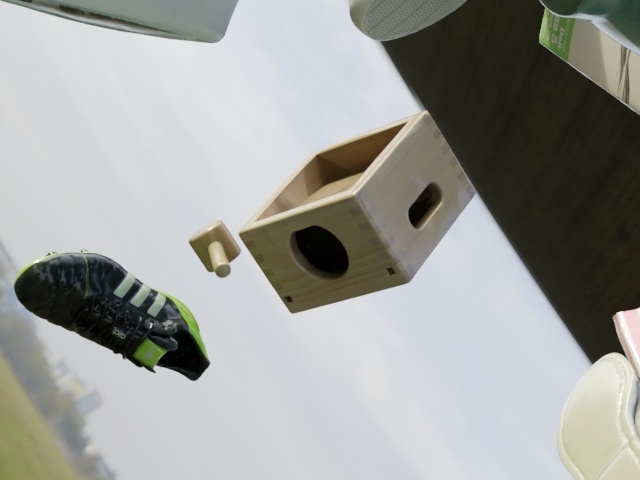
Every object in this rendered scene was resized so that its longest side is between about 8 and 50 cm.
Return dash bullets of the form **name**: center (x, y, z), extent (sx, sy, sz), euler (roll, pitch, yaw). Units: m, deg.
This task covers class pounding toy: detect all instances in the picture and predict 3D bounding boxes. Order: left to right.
- **pounding toy**: center (-0.009, 0.006, 1.139), extent (0.206, 0.181, 0.094), euler (-17, -67, 42)

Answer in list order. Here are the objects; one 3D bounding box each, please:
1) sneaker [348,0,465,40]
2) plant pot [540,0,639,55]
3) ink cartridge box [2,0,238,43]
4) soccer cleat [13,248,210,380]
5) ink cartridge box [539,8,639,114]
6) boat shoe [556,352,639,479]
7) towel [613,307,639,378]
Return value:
- **sneaker**: center (0.115, -0.282, 1.291), extent (0.091, 0.258, 0.094), euler (43, -9, 35)
- **plant pot**: center (0.239, -0.233, 0.915), extent (0.293, 0.196, 0.293), euler (175, -90, -80)
- **ink cartridge box**: center (-0.079, -0.180, 0.447), extent (0.218, 0.092, 0.159), euler (50, -58, 46)
- **soccer cleat**: center (-0.145, 0.057, 1.054), extent (0.179, 0.060, 0.072), euler (26, 21, -49)
- **ink cartridge box**: center (0.339, -0.171, 1.222), extent (0.273, 0.198, 0.115), euler (-124, -141, -57)
- **boat shoe**: center (0.297, 0.207, 1.367), extent (0.091, 0.109, 0.305), euler (35, 18, -11)
- **towel**: center (0.447, 0.118, 1.653), extent (0.144, 0.197, 0.029), euler (-97, 175, -55)
